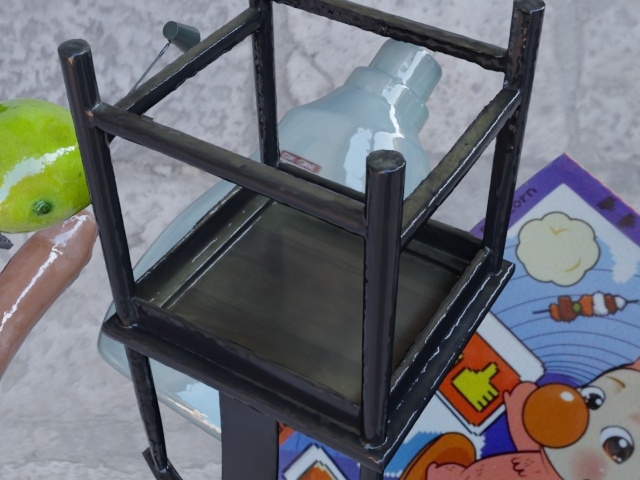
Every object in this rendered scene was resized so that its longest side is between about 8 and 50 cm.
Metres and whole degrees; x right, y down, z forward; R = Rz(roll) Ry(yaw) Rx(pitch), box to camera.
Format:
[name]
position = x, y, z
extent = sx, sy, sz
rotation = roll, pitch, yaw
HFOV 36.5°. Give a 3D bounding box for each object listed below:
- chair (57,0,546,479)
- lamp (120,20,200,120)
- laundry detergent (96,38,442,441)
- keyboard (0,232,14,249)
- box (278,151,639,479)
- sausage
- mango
[chair]
position = -0.003, 0.021, 0.432
extent = 0.154, 0.260, 0.141
rotation = 23, 47, 23
[lamp]
position = -0.186, -0.198, 1.108
extent = 0.041, 0.054, 0.121
rotation = 33, 97, 23
[laundry detergent]
position = 0.000, 0.000, 0.904
extent = 0.264, 0.125, 0.398
rotation = 31, 83, 12
[keyboard]
position = -0.553, -0.082, 1.312
extent = 0.309, 0.101, 0.018
rotation = 36, 93, 9
[box]
position = 0.187, 0.189, 0.647
extent = 0.318, 0.257, 0.349
rotation = -42, 60, 0
[sausage]
position = -0.312, 0.083, 0.963
extent = 0.078, 0.078, 0.304
rotation = 33, 52, -11
[mango]
position = -0.147, -0.039, 0.469
extent = 0.073, 0.108, 0.056
rotation = -27, 118, -19
